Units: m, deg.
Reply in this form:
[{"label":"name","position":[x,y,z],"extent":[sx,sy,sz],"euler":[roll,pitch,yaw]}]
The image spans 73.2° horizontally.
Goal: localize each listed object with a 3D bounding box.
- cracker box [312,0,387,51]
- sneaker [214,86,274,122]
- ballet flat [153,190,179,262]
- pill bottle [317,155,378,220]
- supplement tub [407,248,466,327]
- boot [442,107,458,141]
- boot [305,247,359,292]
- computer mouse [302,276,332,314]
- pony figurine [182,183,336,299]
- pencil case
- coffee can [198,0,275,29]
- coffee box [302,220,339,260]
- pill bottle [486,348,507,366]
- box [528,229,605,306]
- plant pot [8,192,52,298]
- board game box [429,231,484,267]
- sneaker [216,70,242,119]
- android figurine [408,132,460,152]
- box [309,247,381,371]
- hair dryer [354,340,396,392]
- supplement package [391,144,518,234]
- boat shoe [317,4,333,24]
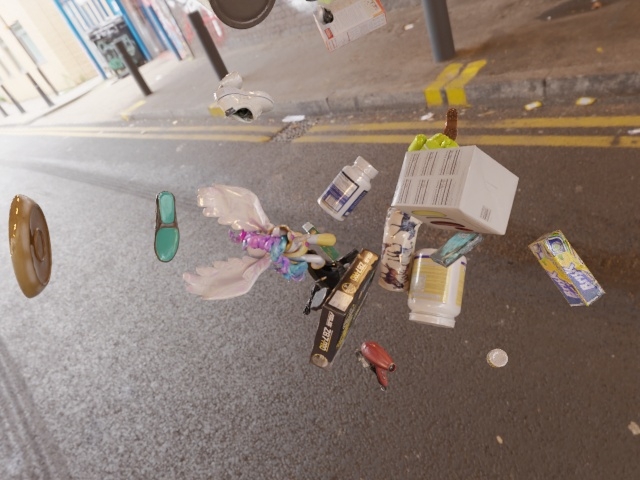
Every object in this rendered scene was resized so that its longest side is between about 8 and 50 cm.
[{"label":"cracker box","position":[0.105,-0.811,1.573],"extent":[0.232,0.067,0.156],"euler":[-22,68,8]},{"label":"sneaker","position":[-0.229,-0.414,1.359],"extent":[0.094,0.091,0.258],"euler":[-22,-2,34]},{"label":"ballet flat","position":[-0.599,-0.051,1.677],"extent":[0.095,0.281,0.096],"euler":[4,-9,-28]},{"label":"pill bottle","position":[0.078,-0.144,1.179],"extent":[0.169,0.094,0.094],"euler":[-49,31,14]},{"label":"supplement tub","position":[0.537,0.223,2.002],"extent":[0.241,0.241,0.332],"euler":[3,76,36]},{"label":"boot","position":[0.543,-0.462,1.799],"extent":[0.059,0.158,0.084],"euler":[10,0,13]},{"label":"boot","position":[0.080,0.112,2.173],"extent":[0.260,0.348,0.131],"euler":[-30,41,8]},{"label":"computer mouse","position":[0.011,0.245,1.962],"extent":[0.262,0.060,0.184],"euler":[-41,24,59]},{"label":"pony figurine","position":[-0.152,0.010,1.161],"extent":[0.350,0.363,0.303],"euler":[0,83,16]},{"label":"pencil case","position":[0.390,0.047,2.102],"extent":[0.183,0.411,0.159],"euler":[13,10,42]},{"label":"coffee can","position":[-0.270,-0.731,1.178],"extent":[0.201,0.202,0.275],"euler":[-33,56,-12]},{"label":"coffee box","position":[0.000,0.000,1.747],"extent":[0.040,0.113,0.184],"euler":[-42,36,0]},{"label":"pill bottle","position":[0.662,0.444,1.624],"extent":[0.065,0.116,0.065],"euler":[-4,72,13]},{"label":"box","position":[0.548,0.064,0.964],"extent":[0.054,0.169,0.059],"euler":[-33,-6,-10]},{"label":"plant pot","position":[-0.645,0.011,0.970],"extent":[0.032,0.236,0.236],"euler":[-6,28,-20]},{"label":"board game box","position":[0.385,0.023,1.238],"extent":[0.126,0.026,0.186],"euler":[-40,0,4]},{"label":"sneaker","position":[-0.342,-0.512,1.559],"extent":[0.080,0.212,0.094],"euler":[43,61,12]},{"label":"android figurine","position":[0.398,-0.250,1.445],"extent":[0.056,0.248,0.273],"euler":[-35,-6,-13]},{"label":"box","position":[0.097,0.258,1.671],"extent":[0.097,0.318,0.395],"euler":[25,37,13]},{"label":"hair dryer","position":[0.249,0.513,1.777],"extent":[0.080,0.293,0.224],"euler":[-37,77,-17]},{"label":"supplement package","position":[0.322,-0.117,1.043],"extent":[0.203,0.194,0.149],"euler":[10,81,54]},{"label":"boat shoe","position":[0.016,-0.712,1.357],"extent":[0.040,0.049,0.142],"euler":[-6,19,9]}]
